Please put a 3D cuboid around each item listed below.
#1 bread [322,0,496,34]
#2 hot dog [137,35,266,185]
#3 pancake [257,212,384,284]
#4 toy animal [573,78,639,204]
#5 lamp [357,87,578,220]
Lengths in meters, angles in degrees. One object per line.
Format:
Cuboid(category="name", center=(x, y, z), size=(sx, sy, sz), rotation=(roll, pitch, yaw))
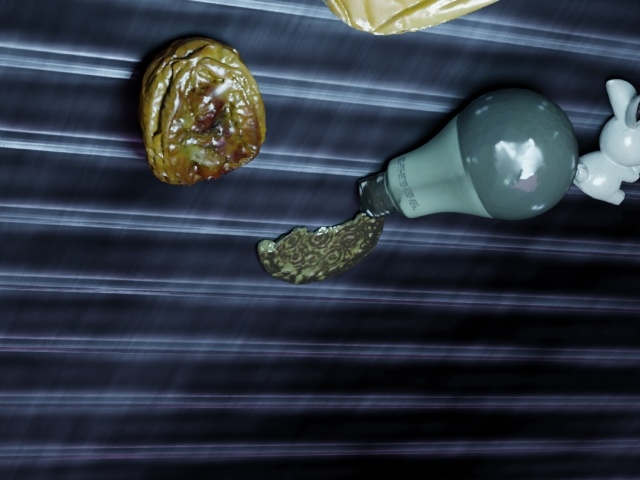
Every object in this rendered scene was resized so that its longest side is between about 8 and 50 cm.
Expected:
Cuboid(category="bread", center=(0.122, -0.369, 1.884), size=(0.288, 0.156, 0.204), rotation=(-26, 123, 16))
Cuboid(category="hot dog", center=(-0.152, -0.152, 2.073), size=(0.160, 0.099, 0.227), rotation=(-18, 145, -5))
Cuboid(category="pancake", center=(0.000, 0.000, 2.390), size=(0.190, 0.020, 0.184), rotation=(2, 137, -30))
Cuboid(category="toy animal", center=(0.443, -0.140, 2.366), size=(0.127, 0.131, 0.182), rotation=(-6, 134, -54))
Cuboid(category="lamp", center=(0.198, -0.116, 2.262), size=(0.314, 0.182, 0.182), rotation=(-2, 144, 14))
